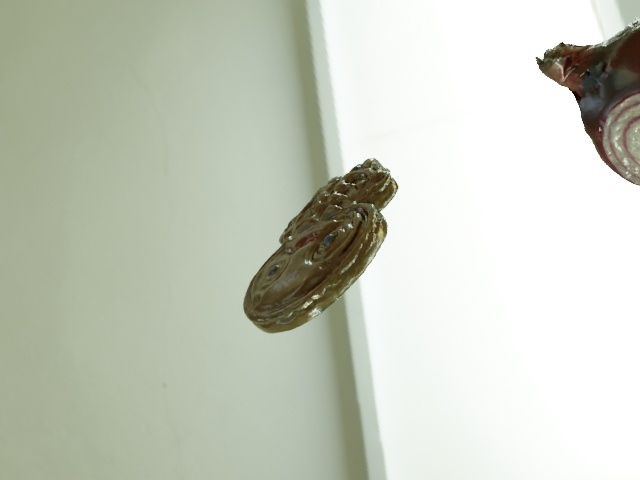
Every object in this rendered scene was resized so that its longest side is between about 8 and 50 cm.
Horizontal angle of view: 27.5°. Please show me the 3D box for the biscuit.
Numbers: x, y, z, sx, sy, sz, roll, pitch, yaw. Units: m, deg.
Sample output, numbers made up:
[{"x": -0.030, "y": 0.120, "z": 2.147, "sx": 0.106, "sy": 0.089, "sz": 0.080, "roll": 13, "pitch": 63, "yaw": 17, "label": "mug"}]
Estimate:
[{"x": 0.000, "y": 0.000, "z": 0.928, "sx": 0.124, "sy": 0.026, "sz": 0.175, "roll": -29, "pitch": -158, "yaw": 33, "label": "biscuit"}]

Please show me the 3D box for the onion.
[{"x": 0.296, "y": -0.147, "z": 1.186, "sx": 0.198, "sy": 0.173, "sz": 0.135, "roll": 28, "pitch": -135, "yaw": 4, "label": "onion"}]
